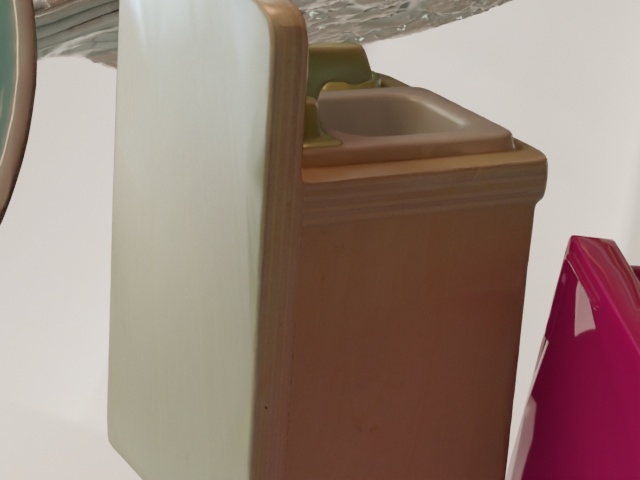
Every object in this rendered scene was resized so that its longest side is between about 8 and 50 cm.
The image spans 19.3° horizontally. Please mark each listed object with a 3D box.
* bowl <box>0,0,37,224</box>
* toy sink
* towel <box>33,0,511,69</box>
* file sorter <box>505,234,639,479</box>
[{"bbox_3d":[-0.252,-0.026,0.641,0.311,0.163,0.311,3,-113,-7],"label":"bowl"},{"bbox_3d":[0.000,0.000,0.783,0.131,0.234,0.153,-6,-160,-27],"label":"toy sink"},{"bbox_3d":[0.021,-0.150,1.021,0.317,0.332,0.053,-7,-98,-67],"label":"towel"},{"bbox_3d":[0.190,0.160,0.677,0.182,0.202,0.290,4,-151,-13],"label":"file sorter"}]
